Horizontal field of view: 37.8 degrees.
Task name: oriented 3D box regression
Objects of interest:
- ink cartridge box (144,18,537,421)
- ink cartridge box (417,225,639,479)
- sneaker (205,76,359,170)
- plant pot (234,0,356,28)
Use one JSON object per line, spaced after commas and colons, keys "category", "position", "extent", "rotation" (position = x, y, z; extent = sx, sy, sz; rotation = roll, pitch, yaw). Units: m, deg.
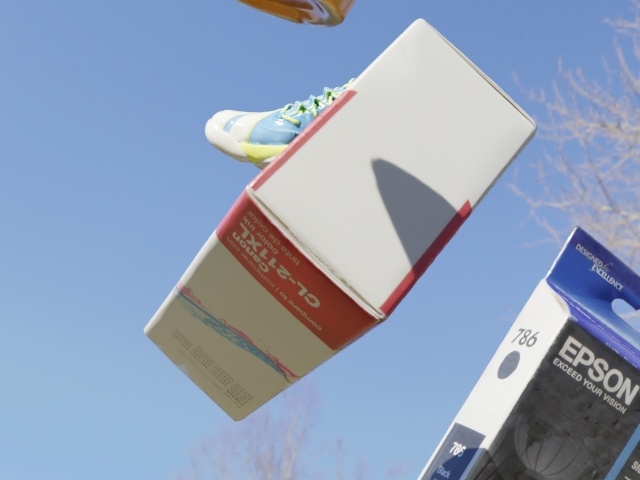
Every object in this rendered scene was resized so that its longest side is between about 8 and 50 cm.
{"category": "ink cartridge box", "position": [0.000, 0.000, 0.435], "extent": [0.072, 0.127, 0.175], "rotation": [43, -33, -2]}
{"category": "ink cartridge box", "position": [0.152, 0.168, 0.595], "extent": [0.165, 0.332, 0.065], "rotation": [35, -11, -13]}
{"category": "sneaker", "position": [0.019, -0.115, 0.870], "extent": [0.240, 0.091, 0.126], "rotation": [13, -77, -4]}
{"category": "plant pot", "position": [-0.012, -0.261, 0.653], "extent": [0.205, 0.187, 0.205], "rotation": [21, -2, 1]}
